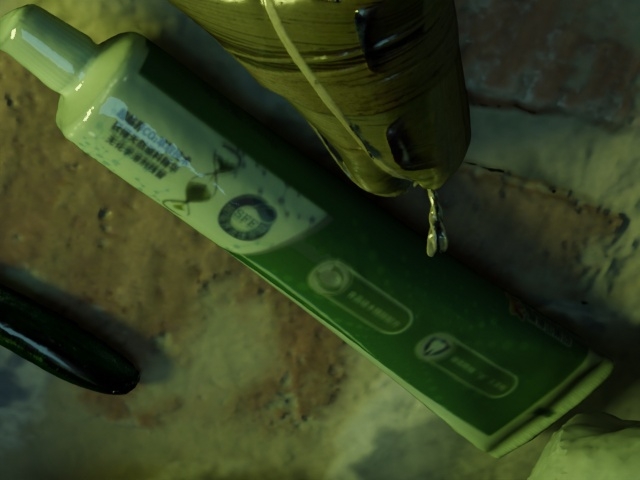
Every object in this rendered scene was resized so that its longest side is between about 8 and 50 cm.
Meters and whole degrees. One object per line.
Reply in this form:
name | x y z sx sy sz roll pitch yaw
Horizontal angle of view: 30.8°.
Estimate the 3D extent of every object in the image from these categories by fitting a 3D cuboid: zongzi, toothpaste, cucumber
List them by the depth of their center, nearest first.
zongzi | -0.019 -0.084 0.567 0.178 0.081 0.189 5 140 20
toothpaste | 0.000 0.000 0.616 0.392 0.061 0.099 36 115 -25
cucumber | -0.179 0.043 0.652 0.184 0.033 0.036 28 100 -21

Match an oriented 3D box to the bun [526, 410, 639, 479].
bun | 0.232 0.216 0.674 0.354 0.194 0.354 4 132 4
